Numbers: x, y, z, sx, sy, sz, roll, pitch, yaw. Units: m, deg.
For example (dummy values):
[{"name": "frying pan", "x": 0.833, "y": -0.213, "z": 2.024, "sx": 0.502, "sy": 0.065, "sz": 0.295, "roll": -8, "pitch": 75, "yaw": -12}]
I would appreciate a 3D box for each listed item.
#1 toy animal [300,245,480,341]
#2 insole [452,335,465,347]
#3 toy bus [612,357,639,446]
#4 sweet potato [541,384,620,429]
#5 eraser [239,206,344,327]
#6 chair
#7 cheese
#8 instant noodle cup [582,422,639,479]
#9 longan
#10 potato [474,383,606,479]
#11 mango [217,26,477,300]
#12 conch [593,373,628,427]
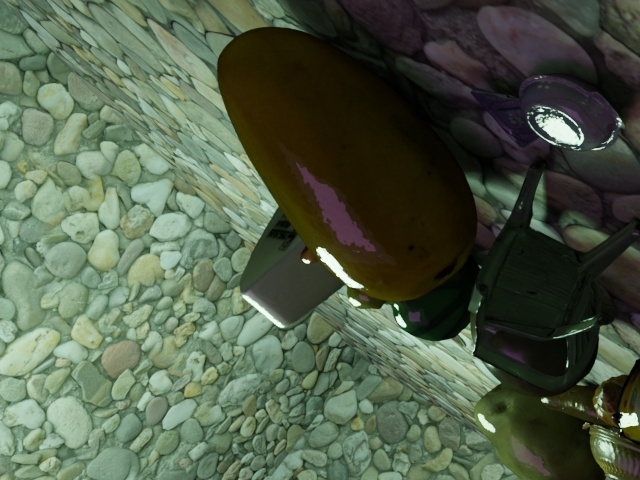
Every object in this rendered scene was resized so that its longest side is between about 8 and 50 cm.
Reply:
[{"name": "toy animal", "x": 0.153, "y": 0.041, "z": 1.408, "sx": 0.338, "sy": 0.216, "sz": 0.191, "roll": 38, "pitch": 143, "yaw": -13}, {"name": "insole", "x": 0.344, "y": 0.239, "z": 2.106, "sx": 0.065, "sy": 0.006, "sz": 0.193, "roll": 29, "pitch": 166, "yaw": 41}, {"name": "toy bus", "x": 0.604, "y": 0.296, "z": 1.071, "sx": 0.386, "sy": 0.171, "sz": 0.162, "roll": 38, "pitch": 160, "yaw": 2}, {"name": "sweet potato", "x": 0.570, "y": 0.338, "z": 1.607, "sx": 0.244, "sy": 0.077, "sz": 0.077, "roll": 7, "pitch": 149, "yaw": 49}, {"name": "eraser", "x": 0.000, "y": 0.000, "z": 1.700, "sx": 0.150, "sy": 0.331, "sz": 0.331, "roll": 45, "pitch": 168, "yaw": -22}, {"name": "chair", "x": 0.299, "y": 0.069, "z": 1.017, "sx": 0.191, "sy": 0.203, "sz": 0.274, "roll": 24, "pitch": 162, "yaw": 12}, {"name": "cheese", "x": 0.234, "y": -0.128, "z": 0.806, "sx": 0.105, "sy": 0.042, "sz": 0.191, "roll": 44, "pitch": 171, "yaw": -18}, {"name": "instant noodle cup", "x": 0.660, "y": 0.467, "z": 1.612, "sx": 0.274, "sy": 0.090, "sz": 0.274, "roll": 24, "pitch": 171, "yaw": 4}, {"name": "longan", "x": 0.336, "y": 0.146, "z": 1.230, "sx": 0.197, "sy": 0.196, "sz": 0.220, "roll": 25, "pitch": 159, "yaw": 51}, {"name": "potato", "x": 0.526, "y": 0.462, "z": 1.855, "sx": 0.326, "sy": 0.221, "sz": 0.243, "roll": 43, "pitch": 160, "yaw": 24}, {"name": "mango", "x": 0.033, "y": -0.109, "z": 1.086, "sx": 0.445, "sy": 0.232, "sz": 0.300, "roll": 49, "pitch": 172, "yaw": -10}, {"name": "conch", "x": 0.568, "y": 0.293, "z": 1.397, "sx": 0.109, "sy": 0.093, "sz": 0.330, "roll": 2, "pitch": 166, "yaw": 44}]
